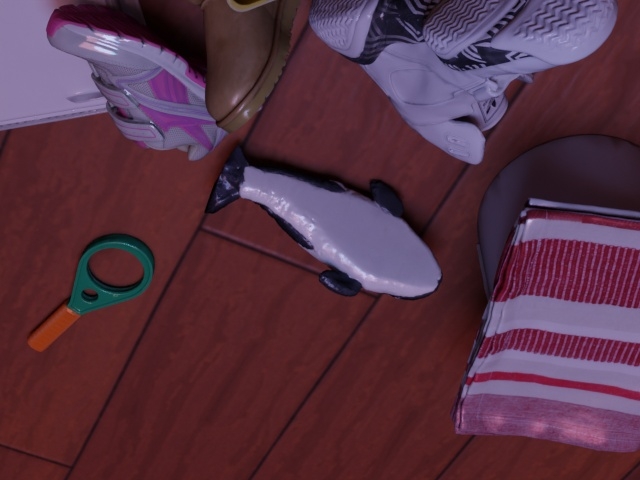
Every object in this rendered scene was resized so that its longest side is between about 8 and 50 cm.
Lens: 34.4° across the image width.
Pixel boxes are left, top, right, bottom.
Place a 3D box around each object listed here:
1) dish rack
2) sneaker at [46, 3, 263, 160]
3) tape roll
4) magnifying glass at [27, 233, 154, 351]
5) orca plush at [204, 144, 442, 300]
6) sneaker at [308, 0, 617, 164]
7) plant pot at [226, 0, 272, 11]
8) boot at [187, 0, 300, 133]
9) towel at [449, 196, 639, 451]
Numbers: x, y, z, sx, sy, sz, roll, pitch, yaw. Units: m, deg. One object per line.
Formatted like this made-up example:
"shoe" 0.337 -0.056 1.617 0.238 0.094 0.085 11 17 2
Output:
"dish rack" -0.360 -0.230 1.085 0.332 0.072 0.286 -9 126 6
"sneaker" -0.178 -0.152 1.065 0.252 0.103 0.111 26 103 -41
"tape roll" 0.312 0.023 1.203 0.246 0.169 0.246 0 127 0
"magnifying glass" -0.303 0.072 1.341 0.092 0.026 0.231 37 117 -24
"orca plush" 0.000 0.000 1.235 0.287 0.151 0.102 14 157 -13
"sneaker" 0.160 -0.178 0.986 0.210 0.365 0.137 41 77 -35
"plant pot" -0.031 -0.355 0.891 0.212 0.187 0.212 -22 126 -8
"boot" -0.153 -0.254 0.977 0.269 0.236 0.089 30 141 -23
"towel" 0.292 0.107 1.139 0.237 0.037 0.329 7 127 -5
